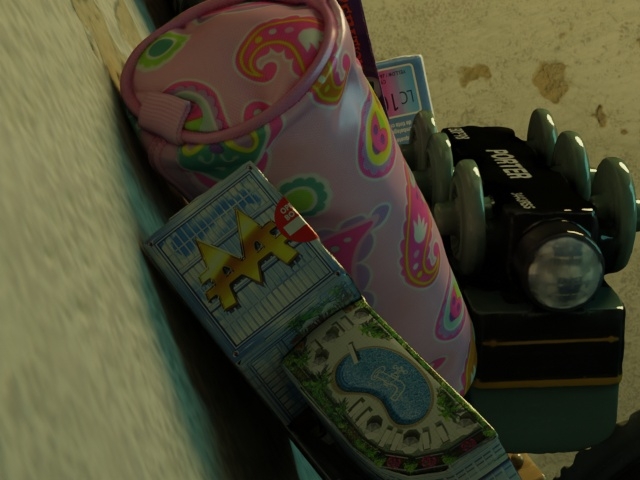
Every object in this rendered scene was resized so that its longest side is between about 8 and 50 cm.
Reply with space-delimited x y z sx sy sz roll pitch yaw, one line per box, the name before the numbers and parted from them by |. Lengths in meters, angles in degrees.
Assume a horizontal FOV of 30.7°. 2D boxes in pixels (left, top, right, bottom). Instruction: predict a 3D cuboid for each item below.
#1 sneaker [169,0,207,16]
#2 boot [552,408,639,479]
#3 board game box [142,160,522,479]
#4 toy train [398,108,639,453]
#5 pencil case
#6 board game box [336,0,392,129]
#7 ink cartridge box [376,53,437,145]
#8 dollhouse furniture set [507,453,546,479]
sneaker | -0.067 -0.173 0.926 0.276 0.097 0.135 -147 -138 -87
boot | 0.265 0.363 0.736 0.367 0.146 0.445 -59 -142 40
board game box | 0.012 0.068 0.493 0.194 0.060 0.194 44 -10 49
toy train | 0.134 0.014 0.855 0.334 0.142 0.190 -105 -166 -73
pencil case | 0.000 0.000 0.635 0.124 0.124 0.284 -110 176 -45
board game box | 0.041 -0.041 0.940 0.347 0.056 0.208 70 3 -72
ink cartridge box | 0.089 -0.018 1.451 0.270 0.151 0.396 -72 149 -85
dollhouse furniture set | 0.130 0.176 0.965 0.144 0.123 0.151 -127 -160 -60
